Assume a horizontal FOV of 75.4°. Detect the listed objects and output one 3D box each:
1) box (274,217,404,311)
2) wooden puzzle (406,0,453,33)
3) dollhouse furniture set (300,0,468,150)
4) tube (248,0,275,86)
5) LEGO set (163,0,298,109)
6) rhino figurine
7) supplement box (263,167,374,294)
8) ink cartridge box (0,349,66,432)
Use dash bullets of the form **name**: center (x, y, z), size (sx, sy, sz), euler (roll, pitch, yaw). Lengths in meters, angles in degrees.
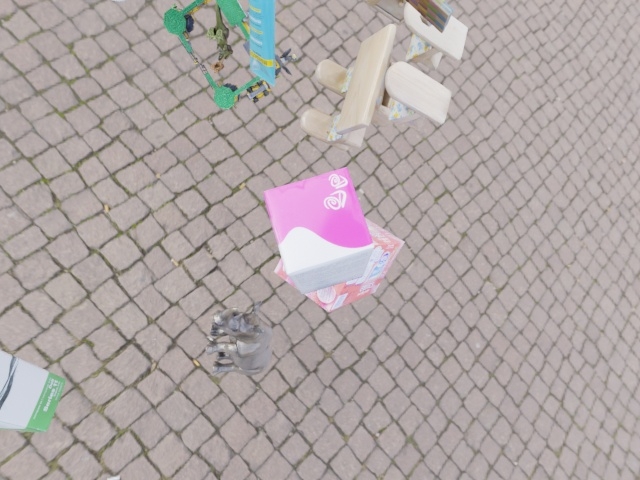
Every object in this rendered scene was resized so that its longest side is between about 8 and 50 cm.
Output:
- **box**: center (0.056, 0.031, 0.893), size (0.142, 0.300, 0.154), euler (34, 105, 20)
- **wooden puzzle**: center (0.085, -0.193, 0.335), size (0.049, 0.083, 0.006), euler (42, 106, -1)
- **dollhouse furniture set**: center (0.089, -0.434, 0.883), size (0.257, 0.362, 0.394), euler (18, 85, -27)
- **tube**: center (-0.124, -0.436, 0.883), size (0.052, 0.207, 0.080), euler (-36, 68, -25)
- **LEGO set**: center (-0.248, -0.550, 1.161), size (0.331, 0.255, 0.192), euler (49, 23, -18)
- **rhino figurine**: center (-0.132, 0.163, 0.688), size (0.106, 0.243, 0.073), euler (1, 54, -6)
- **supplement box**: center (0.000, 0.000, 0.591), size (0.114, 0.220, 0.111), euler (-17, 77, -1)
- **ink cartridge box**: center (-0.497, 0.202, 0.576), size (0.153, 0.208, 0.086), euler (3, 58, 5)
